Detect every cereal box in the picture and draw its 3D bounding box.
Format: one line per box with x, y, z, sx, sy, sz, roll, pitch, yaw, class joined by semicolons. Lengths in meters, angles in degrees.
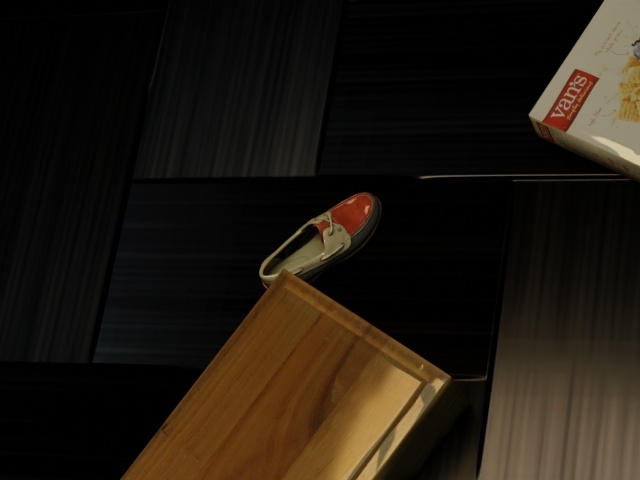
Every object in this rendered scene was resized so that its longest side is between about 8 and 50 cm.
0.333;-0.127;1.766;0.240;0.047;0.173;27;76;29;cereal box

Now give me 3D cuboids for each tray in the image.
-0.075;0.243;1.717;0.202;0.076;0.411;32;78;30;tray

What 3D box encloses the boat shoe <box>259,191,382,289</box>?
0.000;0.000;1.829;0.137;0.043;0.049;-40;56;-4;boat shoe
